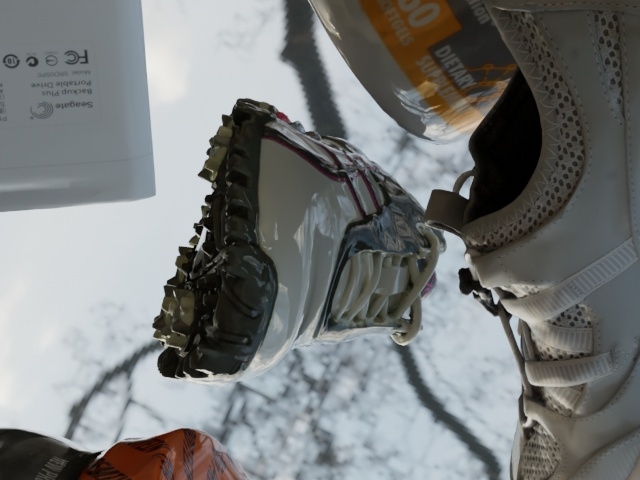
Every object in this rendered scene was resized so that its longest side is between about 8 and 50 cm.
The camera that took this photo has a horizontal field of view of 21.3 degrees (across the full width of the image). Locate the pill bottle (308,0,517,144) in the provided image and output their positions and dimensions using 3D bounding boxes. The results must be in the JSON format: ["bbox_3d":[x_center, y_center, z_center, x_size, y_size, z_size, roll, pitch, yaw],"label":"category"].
[{"bbox_3d":[0.130,-0.170,0.733,0.278,0.162,0.162,-28,-142,19],"label":"pill bottle"}]

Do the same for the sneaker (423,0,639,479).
[{"bbox_3d":[0.094,-0.001,0.671,0.105,0.115,0.281,-96,-172,-55],"label":"sneaker"}]

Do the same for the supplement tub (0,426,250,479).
[{"bbox_3d":[-0.179,0.193,0.622,0.338,0.207,0.207,-19,-140,11],"label":"supplement tub"}]

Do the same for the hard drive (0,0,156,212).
[{"bbox_3d":[-0.224,-0.170,0.988,0.047,0.233,0.353,-101,-171,-53],"label":"hard drive"}]

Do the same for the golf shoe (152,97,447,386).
[{"bbox_3d":[0.000,0.000,0.735,0.273,0.120,0.105,-75,-176,-76],"label":"golf shoe"}]
